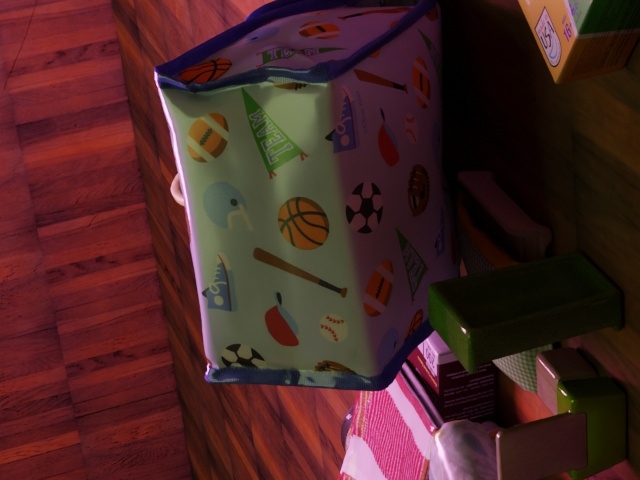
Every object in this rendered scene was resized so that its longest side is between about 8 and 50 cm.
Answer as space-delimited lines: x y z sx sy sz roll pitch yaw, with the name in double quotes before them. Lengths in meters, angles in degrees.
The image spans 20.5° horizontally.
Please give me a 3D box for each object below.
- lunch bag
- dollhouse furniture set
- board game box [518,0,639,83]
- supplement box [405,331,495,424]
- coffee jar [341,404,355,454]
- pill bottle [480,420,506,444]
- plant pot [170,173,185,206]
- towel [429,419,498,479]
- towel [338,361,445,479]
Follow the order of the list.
"lunch bag" 0.018 -0.071 1.761 0.385 0.238 0.328 -41 -52 -56
"dollhouse furniture set" 0.156 0.082 1.691 0.301 0.151 0.198 -127 26 -57
"board game box" 0.181 -0.319 1.379 0.242 0.064 0.317 104 148 -62
"supplement box" 0.143 0.177 1.999 0.130 0.073 0.239 -121 21 -52
"coffee jar" 0.088 0.301 2.322 0.096 0.079 0.184 91 160 -46
"pill bottle" 0.196 0.231 1.906 0.083 0.043 0.043 -126 25 -55
"plant pot" 0.000 0.000 2.072 0.254 0.276 0.276 68 169 -19
"towel" 0.214 0.390 1.713 0.374 0.090 0.321 65 179 -51
"towel" 0.060 0.307 1.967 0.237 0.037 0.329 -124 45 -65
